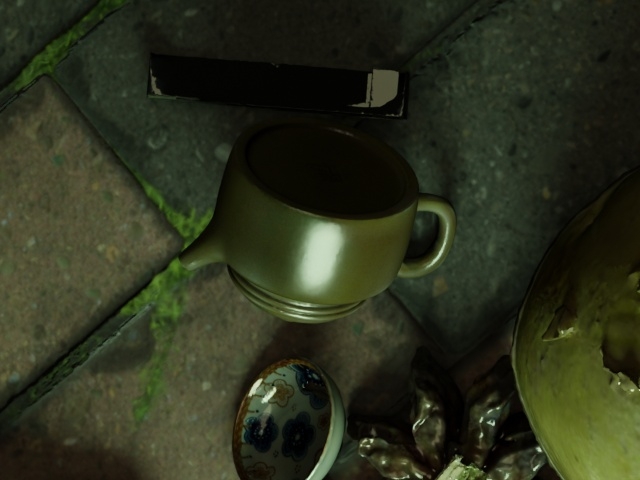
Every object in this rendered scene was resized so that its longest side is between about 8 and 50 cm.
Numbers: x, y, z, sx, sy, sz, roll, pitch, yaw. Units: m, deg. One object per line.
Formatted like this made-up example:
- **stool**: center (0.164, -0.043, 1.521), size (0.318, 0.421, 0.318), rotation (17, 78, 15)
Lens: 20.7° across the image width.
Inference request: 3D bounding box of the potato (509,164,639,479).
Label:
- **potato**: center (0.401, 0.136, 1.494), size (0.385, 0.319, 0.442), rotation (-43, 98, 1)

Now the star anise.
- **star anise**: center (0.129, 0.220, 1.671), size (0.223, 0.109, 0.236), rotation (-2, 92, 13)

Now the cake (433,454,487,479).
- **cake**: center (0.103, 0.264, 1.609), size (0.051, 0.055, 0.140), rotation (34, 111, 13)

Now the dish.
- **dish**: center (-0.012, 0.190, 1.709), size (0.141, 0.078, 0.141), rotation (-22, 59, 41)

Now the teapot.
- **teapot**: center (0.000, 0.000, 1.665), size (0.268, 0.185, 0.175), rotation (3, 127, -18)

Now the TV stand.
- **TV stand**: center (-0.042, -0.153, 1.726), size (0.257, 0.040, 0.049), rotation (6, 91, 8)
